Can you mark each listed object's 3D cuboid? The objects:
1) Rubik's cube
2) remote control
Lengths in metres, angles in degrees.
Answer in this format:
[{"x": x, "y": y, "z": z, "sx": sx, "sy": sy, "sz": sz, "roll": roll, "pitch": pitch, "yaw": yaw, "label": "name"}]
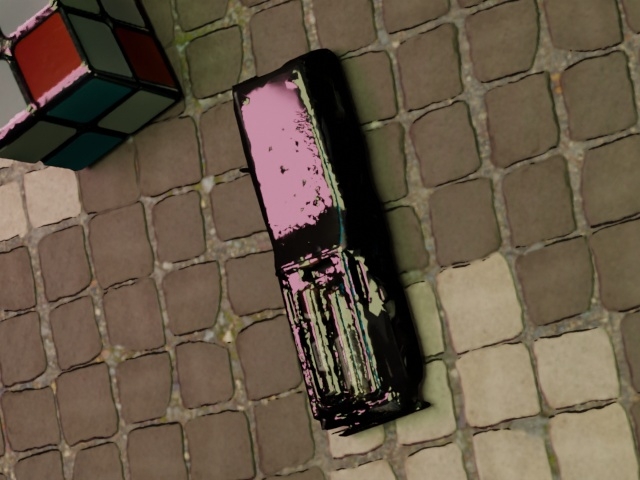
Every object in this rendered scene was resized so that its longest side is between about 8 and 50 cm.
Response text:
[{"x": -0.291, "y": -0.199, "z": 1.688, "sx": 0.167, "sy": 0.183, "sz": 0.180, "roll": -34, "pitch": 69, "yaw": 23, "label": "Rubik's cube"}, {"x": 0.000, "y": 0.000, "z": 1.579, "sx": 0.144, "sy": 0.062, "sz": 0.399, "roll": -22, "pitch": 76, "yaw": 26, "label": "remote control"}]
